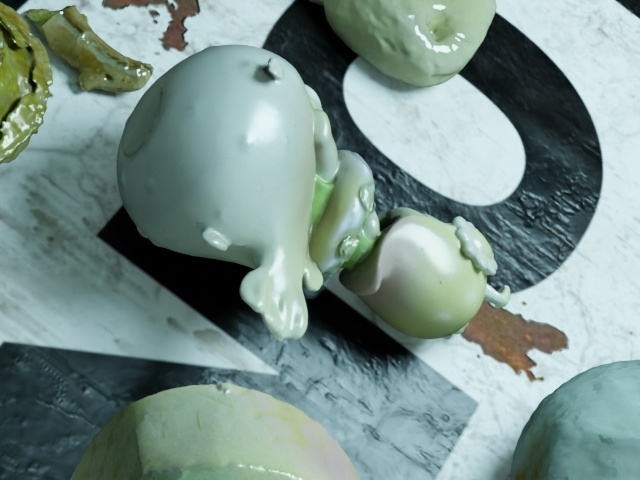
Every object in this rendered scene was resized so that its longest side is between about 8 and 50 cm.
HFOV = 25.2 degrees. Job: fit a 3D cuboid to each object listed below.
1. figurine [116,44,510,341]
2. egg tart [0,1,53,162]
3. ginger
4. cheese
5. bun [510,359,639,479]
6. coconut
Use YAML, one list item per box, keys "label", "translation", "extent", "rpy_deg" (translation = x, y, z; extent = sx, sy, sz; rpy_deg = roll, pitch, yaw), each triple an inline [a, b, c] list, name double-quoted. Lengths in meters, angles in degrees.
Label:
- label: "figurine"
  translation: [0.000, 0.000, 1.304]
  extent: [0.394, 0.226, 0.274]
  rpy_deg: [29, 41, -23]
- label: "egg tart"
  translation: [-0.357, -0.154, 1.276]
  extent: [0.241, 0.106, 0.241]
  rpy_deg: [8, 59, -14]
- label: "ginger"
  translation: [-0.229, -0.188, 1.386]
  extent: [0.137, 0.044, 0.057]
  rpy_deg: [40, 37, -1]
- label: "cheese"
  translation: [0.069, -0.284, 1.538]
  extent: [0.263, 0.093, 0.159]
  rpy_deg: [47, 57, 5]
- label: "bun"
  translation: [0.333, 0.266, 1.281]
  extent: [0.362, 0.211, 0.362]
  rpy_deg: [12, 58, -19]
- label: "coconut"
  translation: [-0.081, 0.241, 1.095]
  extent: [0.259, 0.259, 0.259]
  rpy_deg: [10, 60, -18]
